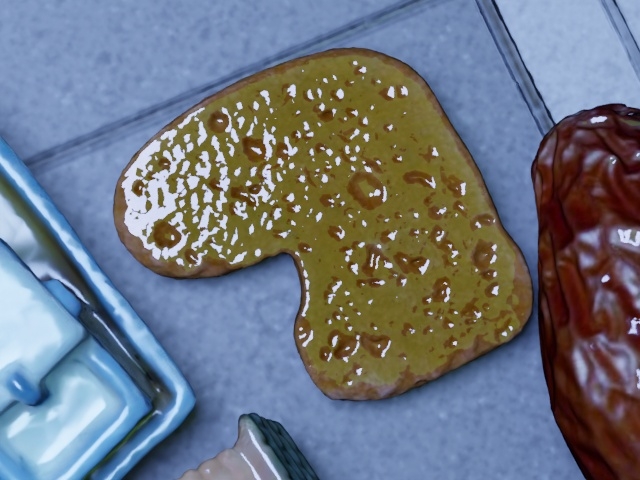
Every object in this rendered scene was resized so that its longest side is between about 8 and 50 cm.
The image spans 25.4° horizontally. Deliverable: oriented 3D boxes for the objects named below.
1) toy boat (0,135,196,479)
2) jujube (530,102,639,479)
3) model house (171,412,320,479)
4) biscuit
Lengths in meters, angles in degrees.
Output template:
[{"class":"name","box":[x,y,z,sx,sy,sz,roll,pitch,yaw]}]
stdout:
[{"class":"toy boat","box":[-0.209,-0.004,0.681,0.145,0.133,0.332,-43,91,-9]},{"class":"jujube","box":[0.187,0.041,0.729,0.168,0.168,0.236,-19,70,-9]},{"class":"model house","box":[-0.015,0.189,0.689,0.172,0.166,0.183,-32,74,-25]},{"class":"biscuit","box":[0.000,0.000,0.758,0.186,0.036,0.192,-29,89,-7]}]
